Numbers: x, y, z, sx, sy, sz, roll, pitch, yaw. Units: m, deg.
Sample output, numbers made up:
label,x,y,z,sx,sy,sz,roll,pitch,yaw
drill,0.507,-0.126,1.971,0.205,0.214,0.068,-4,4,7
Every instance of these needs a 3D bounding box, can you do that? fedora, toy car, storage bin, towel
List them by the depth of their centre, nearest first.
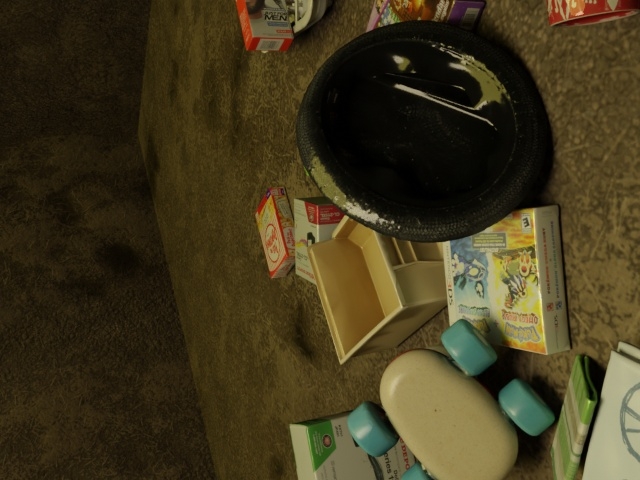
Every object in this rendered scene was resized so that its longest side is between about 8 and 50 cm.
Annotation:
label,x,y,z,sx,sy,sz,roll,pitch,yaw
towel,0.305,0.227,0.767,0.113,0.023,0.151,-54,-29,-66
fedora,0.138,-0.136,0.893,0.152,0.334,0.333,49,-155,-70
toy car,0.191,0.235,0.947,0.219,0.238,0.210,-45,83,12
storage bin,0.095,0.042,1.127,0.262,0.123,0.260,123,135,-55

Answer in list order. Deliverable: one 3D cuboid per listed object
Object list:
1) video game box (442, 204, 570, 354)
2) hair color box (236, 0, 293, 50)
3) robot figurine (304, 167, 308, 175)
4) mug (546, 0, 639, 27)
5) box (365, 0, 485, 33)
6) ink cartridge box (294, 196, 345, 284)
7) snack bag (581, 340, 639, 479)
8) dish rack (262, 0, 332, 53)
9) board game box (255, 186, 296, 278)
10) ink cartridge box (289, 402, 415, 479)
label,x,y,z,sx,sy,sz,roll,pitch,yaw
video game box,0.247,0.050,0.889,0.205,0.048,0.187,177,85,-66
hair color box,-0.121,-0.482,1.340,0.053,0.093,0.167,139,121,-61
robot figurine,0.007,-0.168,1.335,0.115,0.067,0.101,151,116,-64
mug,0.287,-0.317,0.674,0.113,0.150,0.169,-2,100,29
box,0.136,-0.290,1.032,0.293,0.057,0.201,107,147,-41
ink cartridge box,0.000,0.000,1.385,0.127,0.072,0.175,-159,65,-62
snack bag,0.391,0.302,0.597,0.343,0.037,0.322,24,110,56
dish rack,-0.064,-0.574,1.386,0.333,0.072,0.285,-176,79,-65
board game box,-0.110,-0.019,1.654,0.147,0.045,0.193,127,131,-57
ink cartridge box,0.063,0.392,1.182,0.087,0.209,0.153,-29,70,61
